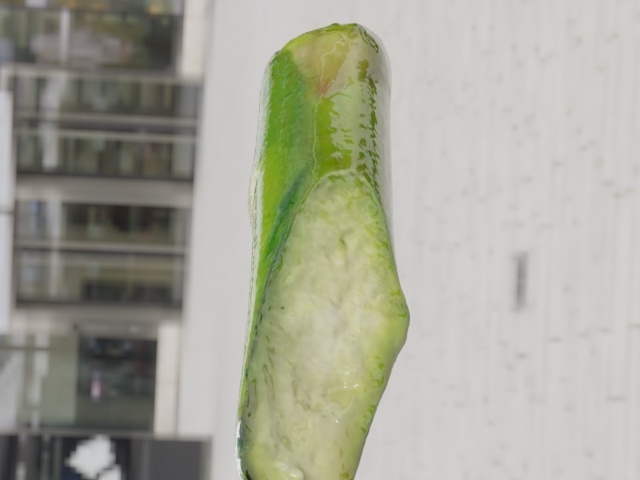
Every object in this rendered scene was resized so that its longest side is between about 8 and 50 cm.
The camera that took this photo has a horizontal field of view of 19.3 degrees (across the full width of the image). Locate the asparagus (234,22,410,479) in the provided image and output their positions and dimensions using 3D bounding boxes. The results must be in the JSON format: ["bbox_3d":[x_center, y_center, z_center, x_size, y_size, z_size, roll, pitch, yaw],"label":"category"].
[{"bbox_3d":[0.000,0.000,0.507,0.178,0.045,0.041,-88,-14,-54],"label":"asparagus"}]
